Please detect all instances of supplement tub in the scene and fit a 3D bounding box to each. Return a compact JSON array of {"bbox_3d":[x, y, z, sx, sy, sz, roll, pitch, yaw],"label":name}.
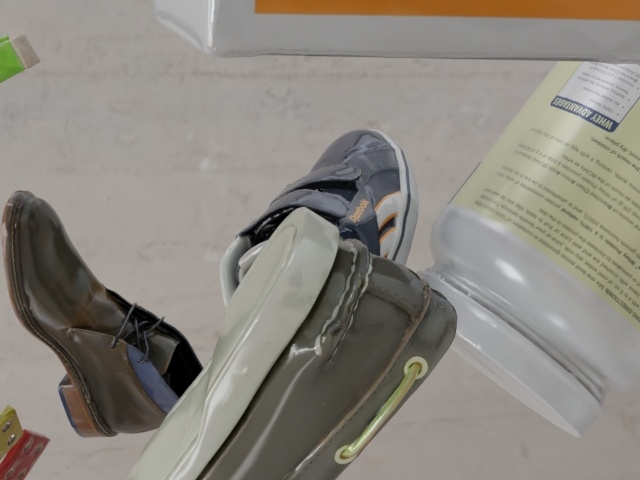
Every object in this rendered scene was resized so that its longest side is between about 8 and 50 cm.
[{"bbox_3d":[0.246,-0.015,1.093,0.235,0.235,0.325,39,86,-5],"label":"supplement tub"}]

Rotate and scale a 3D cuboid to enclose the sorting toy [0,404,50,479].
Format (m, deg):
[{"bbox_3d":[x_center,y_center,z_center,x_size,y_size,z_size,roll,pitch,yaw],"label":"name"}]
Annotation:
[{"bbox_3d":[-0.317,0.241,0.966,0.046,0.132,0.274,31,85,15],"label":"sorting toy"}]

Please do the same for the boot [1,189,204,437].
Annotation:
[{"bbox_3d":[-0.150,0.054,0.898,0.106,0.219,0.082,-2,37,19],"label":"boot"}]

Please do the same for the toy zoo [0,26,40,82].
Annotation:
[{"bbox_3d":[-0.385,-0.105,1.086,0.293,0.192,0.030,-30,106,-8],"label":"toy zoo"}]

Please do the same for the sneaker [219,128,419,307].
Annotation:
[{"bbox_3d":[0.000,0.000,1.054,0.127,0.126,0.321,38,40,-29],"label":"sneaker"}]

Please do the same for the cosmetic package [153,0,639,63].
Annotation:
[{"bbox_3d":[0.047,-0.317,0.570,0.230,0.161,0.453,-3,106,-16],"label":"cosmetic package"}]

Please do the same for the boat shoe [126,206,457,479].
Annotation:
[{"bbox_3d":[-0.041,0.118,0.632,0.091,0.305,0.109,26,34,-11],"label":"boat shoe"}]
